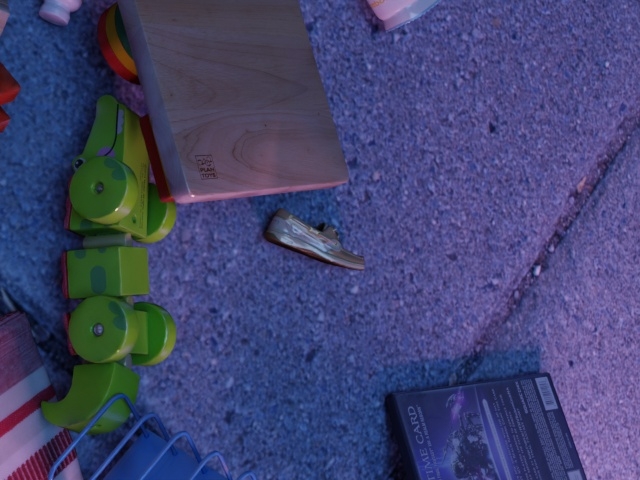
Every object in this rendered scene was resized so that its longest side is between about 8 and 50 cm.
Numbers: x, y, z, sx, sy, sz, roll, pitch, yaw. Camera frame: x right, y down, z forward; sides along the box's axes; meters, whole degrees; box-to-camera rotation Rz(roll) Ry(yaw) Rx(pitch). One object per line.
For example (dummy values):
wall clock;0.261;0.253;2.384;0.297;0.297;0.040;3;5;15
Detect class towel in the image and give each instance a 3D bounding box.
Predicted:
towel;-0.288;0.251;0.869;0.237;0.037;0.329;-44;118;-71

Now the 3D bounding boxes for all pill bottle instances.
pill bottle;-0.261;-0.265;0.970;0.043;0.043;0.083;23;77;-29

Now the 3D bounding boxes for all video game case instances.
video game case;0.225;0.279;1.225;0.274;0.026;0.196;-2;65;-31

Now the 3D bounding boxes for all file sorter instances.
file sorter;-0.149;0.239;0.879;0.118;0.170;0.105;-51;150;-28

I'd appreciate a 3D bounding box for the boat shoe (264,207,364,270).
boat shoe;0.000;0.000;1.122;0.135;0.050;0.045;22;83;-30

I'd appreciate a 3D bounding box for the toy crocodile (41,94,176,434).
toy crocodile;-0.216;0.023;0.956;0.115;0.105;0.341;25;63;-72

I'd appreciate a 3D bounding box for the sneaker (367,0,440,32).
sneaker;0.143;-0.363;1.202;0.228;0.087;0.092;-45;109;-27

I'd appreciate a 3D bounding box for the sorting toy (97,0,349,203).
sorting toy;-0.110;-0.163;0.997;0.257;0.089;0.256;-10;82;-52

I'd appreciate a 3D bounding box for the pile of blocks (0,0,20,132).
pile of blocks;-0.338;-0.106;0.857;0.112;0.149;0.363;18;79;-31
